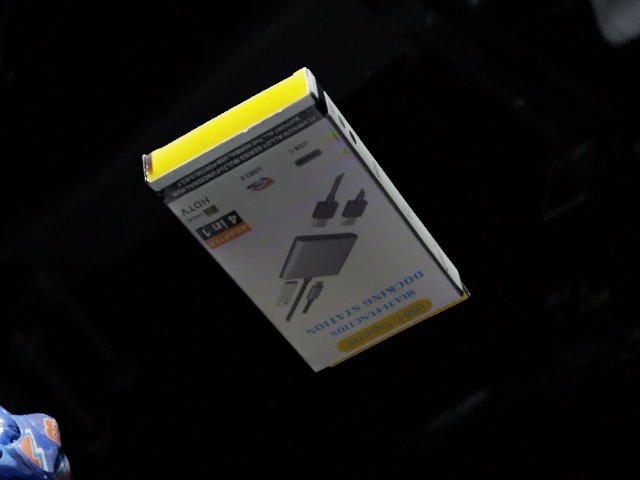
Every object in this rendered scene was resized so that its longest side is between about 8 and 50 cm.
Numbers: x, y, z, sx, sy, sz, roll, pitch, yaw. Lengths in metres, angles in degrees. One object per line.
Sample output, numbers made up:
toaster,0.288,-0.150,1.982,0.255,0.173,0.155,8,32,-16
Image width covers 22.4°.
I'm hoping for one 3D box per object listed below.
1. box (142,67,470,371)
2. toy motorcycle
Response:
box,0.000,0.000,1.109,0.129,0.033,0.247,-29,-51,14
toy motorcycle,-0.249,0.164,1.191,0.205,0.114,0.076,23,-18,50
